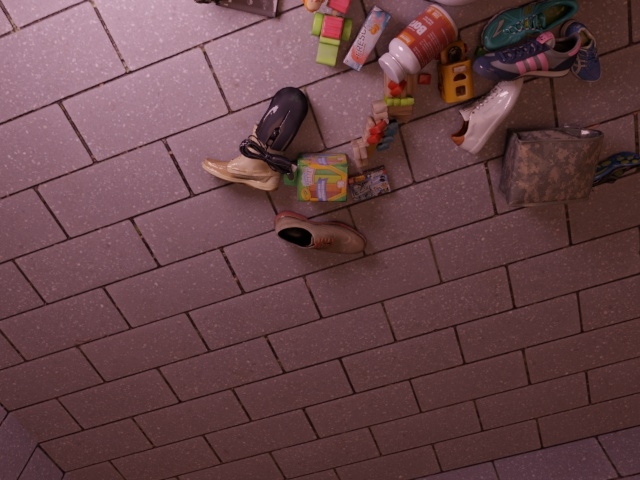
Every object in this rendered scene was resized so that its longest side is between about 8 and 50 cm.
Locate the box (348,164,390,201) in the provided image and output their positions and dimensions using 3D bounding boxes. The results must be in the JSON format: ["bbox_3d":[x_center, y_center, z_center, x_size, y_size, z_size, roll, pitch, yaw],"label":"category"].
[{"bbox_3d":[0.168,-0.197,1.706,0.137,0.027,0.093,-15,119,7],"label":"box"}]

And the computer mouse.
[{"bbox_3d":[-0.117,-0.357,1.523,0.189,0.072,0.272,25,85,-15],"label":"computer mouse"}]

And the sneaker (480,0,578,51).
[{"bbox_3d":[0.606,-0.640,1.430,0.275,0.110,0.107,-22,114,11],"label":"sneaker"}]

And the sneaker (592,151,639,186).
[{"bbox_3d":[1.010,-0.243,1.686,0.188,0.067,0.078,-25,137,10],"label":"sneaker"}]

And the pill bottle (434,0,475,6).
[{"bbox_3d":[0.337,-0.711,1.243,0.210,0.363,0.210,-1,118,-1],"label":"pill bottle"}]

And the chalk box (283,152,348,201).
[{"bbox_3d":[-0.018,-0.212,1.636,0.213,0.132,0.132,0,118,-1],"label":"chalk box"}]

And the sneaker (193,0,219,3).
[{"bbox_3d":[-0.255,-0.764,1.338,0.279,0.107,0.118,-36,94,14],"label":"sneaker"}]

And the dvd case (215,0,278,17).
[{"bbox_3d":[-0.195,-0.776,1.388,0.179,0.029,0.238,10,117,-6],"label":"dvd case"}]

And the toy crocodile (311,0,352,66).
[{"bbox_3d":[0.050,-0.674,1.404,0.115,0.105,0.340,13,118,-8],"label":"toy crocodile"}]

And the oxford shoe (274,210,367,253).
[{"bbox_3d":[0.000,0.000,1.751,0.348,0.130,0.123,12,117,-7],"label":"oxford shoe"}]

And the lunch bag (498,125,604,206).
[{"bbox_3d":[0.760,-0.245,1.614,0.287,0.169,0.235,0,118,4],"label":"lunch bag"}]

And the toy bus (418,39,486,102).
[{"bbox_3d":[0.412,-0.523,1.493,0.202,0.104,0.191,27,114,-15],"label":"toy bus"}]

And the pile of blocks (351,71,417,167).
[{"bbox_3d":[0.214,-0.378,1.562,0.149,0.112,0.362,19,117,-11],"label":"pile of blocks"}]

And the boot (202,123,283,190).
[{"bbox_3d":[-0.246,-0.289,1.614,0.262,0.095,0.203,16,113,-1],"label":"boot"}]

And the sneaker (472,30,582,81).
[{"bbox_3d":[0.604,-0.549,1.430,0.319,0.112,0.131,-9,147,-12],"label":"sneaker"}]

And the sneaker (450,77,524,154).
[{"bbox_3d":[0.520,-0.419,1.549,0.123,0.106,0.290,24,114,-12],"label":"sneaker"}]

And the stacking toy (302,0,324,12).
[{"bbox_3d":[-0.013,-0.761,1.283,0.175,0.166,0.301,-11,124,-24],"label":"stacking toy"}]

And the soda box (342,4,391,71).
[{"bbox_3d":[0.137,-0.603,1.467,0.058,0.063,0.183,26,115,-14],"label":"soda box"}]

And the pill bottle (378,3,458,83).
[{"bbox_3d":[0.278,-0.562,1.416,0.216,0.121,0.121,-42,112,5],"label":"pill bottle"}]

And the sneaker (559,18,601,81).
[{"bbox_3d":[0.798,-0.567,1.489,0.080,0.081,0.211,-37,114,15],"label":"sneaker"}]
